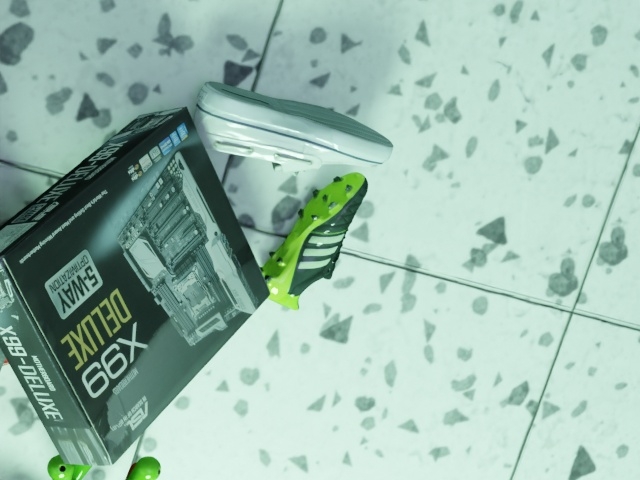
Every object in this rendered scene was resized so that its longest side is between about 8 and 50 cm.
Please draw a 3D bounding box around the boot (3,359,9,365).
[{"bbox_3d":[-0.310,0.018,1.457,0.176,0.088,0.244,-6,115,-20],"label":"boot"}]

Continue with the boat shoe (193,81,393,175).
[{"bbox_3d":[-0.035,-0.111,1.538,0.226,0.083,0.075,17,110,-13],"label":"boat shoe"}]

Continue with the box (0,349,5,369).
[{"bbox_3d":[-0.509,0.215,1.331,0.318,0.097,0.395,9,113,-45],"label":"box"}]

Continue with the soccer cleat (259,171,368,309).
[{"bbox_3d":[0.000,0.000,1.590,0.072,0.060,0.179,36,96,-35],"label":"soccer cleat"}]

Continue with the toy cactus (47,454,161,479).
[{"bbox_3d":[-0.283,0.299,1.551,0.219,0.112,0.180,-22,130,-17],"label":"toy cactus"}]

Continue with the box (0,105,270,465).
[{"bbox_3d":[-0.199,0.041,1.421,0.307,0.077,0.242,-46,122,-45],"label":"box"}]
